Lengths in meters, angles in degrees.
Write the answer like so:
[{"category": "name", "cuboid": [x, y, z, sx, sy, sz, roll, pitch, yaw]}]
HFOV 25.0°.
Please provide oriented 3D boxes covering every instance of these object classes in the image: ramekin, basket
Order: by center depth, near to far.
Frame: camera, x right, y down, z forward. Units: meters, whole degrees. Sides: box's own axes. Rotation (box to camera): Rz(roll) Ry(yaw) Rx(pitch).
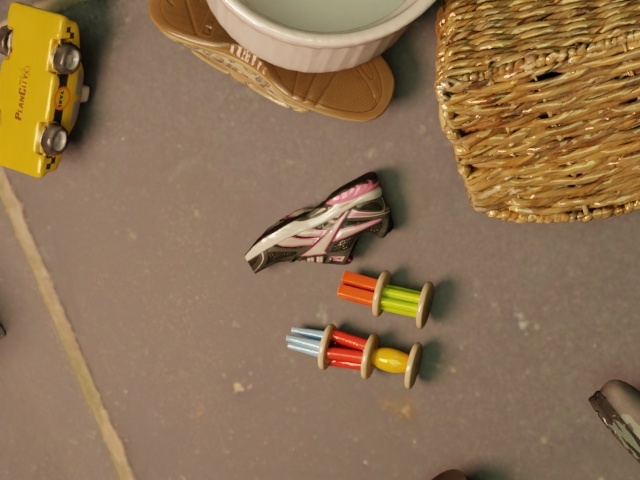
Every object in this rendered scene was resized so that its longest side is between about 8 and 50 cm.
[{"category": "ramekin", "cuboid": [-0.002, -0.307, 1.479, 0.277, 0.135, 0.277, 2, 76, -7]}, {"category": "basket", "cuboid": [0.282, -0.164, 1.485, 0.299, 0.223, 0.213, -14, 124, 15]}]

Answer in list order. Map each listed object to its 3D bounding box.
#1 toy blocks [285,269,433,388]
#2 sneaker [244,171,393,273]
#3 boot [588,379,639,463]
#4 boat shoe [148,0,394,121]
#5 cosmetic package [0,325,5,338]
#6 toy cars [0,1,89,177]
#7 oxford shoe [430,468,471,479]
[{"category": "toy blocks", "cuboid": [0.041, 0.089, 1.588, 0.148, 0.054, 0.123, 12, 98, 14]}, {"category": "sneaker", "cuboid": [0.000, 0.000, 1.586, 0.178, 0.072, 0.077, -27, 98, 21]}, {"category": "boot", "cuboid": [0.461, 0.188, 1.469, 0.338, 0.118, 0.222, 35, 99, -2]}, {"category": "boat shoe", "cuboid": [-0.049, -0.209, 1.579, 0.285, 0.089, 0.104, 28, 82, 8]}, {"category": "cosmetic package", "cuboid": [-0.498, 0.081, 1.677, 0.151, 0.151, 0.183, -33, 87, 14]}, {"category": "toy cars", "cuboid": [-0.354, -0.265, 1.647, 0.176, 0.087, 0.393, -28, 83, 30]}, {"category": "oxford shoe", "cuboid": [0.097, 0.332, 1.590, 0.212, 0.076, 0.076, -33, 126, 25]}]
